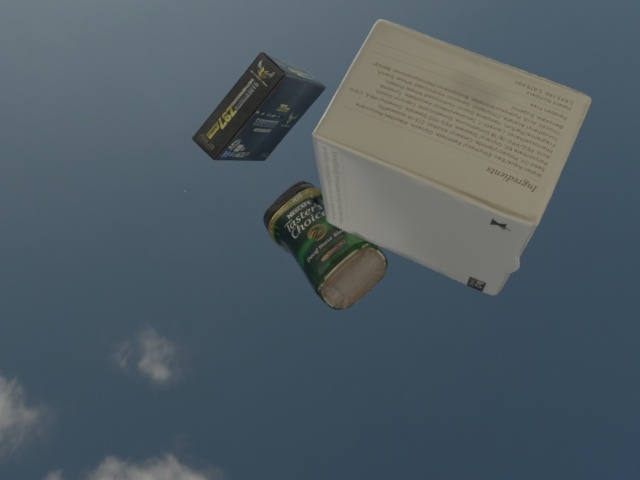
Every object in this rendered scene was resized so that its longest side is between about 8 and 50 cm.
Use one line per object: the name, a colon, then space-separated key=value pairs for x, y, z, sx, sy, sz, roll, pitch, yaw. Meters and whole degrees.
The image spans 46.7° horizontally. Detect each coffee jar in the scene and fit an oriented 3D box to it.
coffee jar: x=0.000 y=0.000 z=0.950 sx=0.096 sy=0.184 sz=0.079 roll=-43 pitch=-47 yaw=0

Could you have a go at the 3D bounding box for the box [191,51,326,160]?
box: x=-0.097 y=-0.219 z=1.261 sx=0.059 sy=0.232 sz=0.183 roll=44 pitch=-75 yaw=8

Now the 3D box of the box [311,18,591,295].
box: x=0.103 y=-0.061 z=0.628 sx=0.182 sy=0.181 sz=0.119 roll=24 pitch=-107 yaw=12
